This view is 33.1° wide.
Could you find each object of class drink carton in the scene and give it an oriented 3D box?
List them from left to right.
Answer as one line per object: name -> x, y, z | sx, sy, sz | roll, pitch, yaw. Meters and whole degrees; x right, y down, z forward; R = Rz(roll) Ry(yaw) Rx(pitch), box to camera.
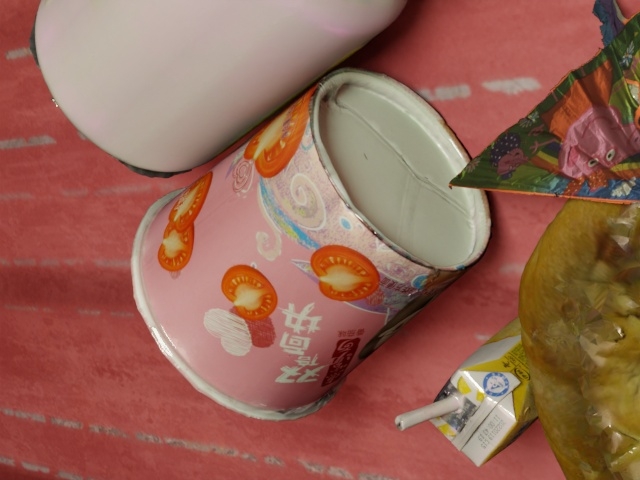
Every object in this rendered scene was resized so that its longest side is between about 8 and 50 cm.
drink carton -> 0.141, 0.120, 0.855 | 0.074, 0.200, 0.084 | 44, 133, 15

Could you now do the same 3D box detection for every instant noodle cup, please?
instant noodle cup -> 0.000, 0.000, 0.911 | 0.231, 0.243, 0.243 | -39, 83, 39

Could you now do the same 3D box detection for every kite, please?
kite -> 0.203, -0.092, 0.714 | 0.016, 0.234, 0.321 | 29, 126, -27

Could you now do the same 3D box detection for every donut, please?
donut -> 0.308, 0.094, 0.720 | 0.360, 0.170, 0.361 | 22, 123, 38

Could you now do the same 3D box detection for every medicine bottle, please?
medicine bottle -> -0.056, -0.219, 0.852 | 0.378, 0.213, 0.214 | -31, 89, 43
